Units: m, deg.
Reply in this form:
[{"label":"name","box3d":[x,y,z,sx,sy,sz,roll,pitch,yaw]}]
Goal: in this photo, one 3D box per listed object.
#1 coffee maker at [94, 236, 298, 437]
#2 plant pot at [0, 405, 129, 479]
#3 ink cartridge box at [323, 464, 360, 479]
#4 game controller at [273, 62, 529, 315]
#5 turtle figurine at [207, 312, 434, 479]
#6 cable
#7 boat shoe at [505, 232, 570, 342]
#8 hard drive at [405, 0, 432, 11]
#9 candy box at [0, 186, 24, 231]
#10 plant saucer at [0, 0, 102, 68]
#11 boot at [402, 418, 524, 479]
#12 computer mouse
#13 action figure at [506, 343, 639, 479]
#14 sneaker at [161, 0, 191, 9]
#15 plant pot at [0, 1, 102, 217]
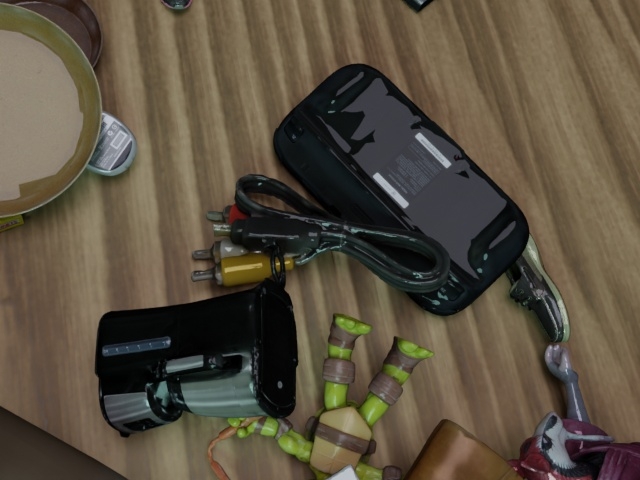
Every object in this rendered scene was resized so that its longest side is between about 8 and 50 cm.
[{"label":"coffee maker","box3d":[-0.120,0.103,0.793,0.178,0.120,0.171,-9,44,18]},{"label":"plant pot","box3d":[-0.309,0.261,0.640,0.280,0.323,0.323,22,64,-20]},{"label":"ink cartridge box","box3d":[-0.017,0.401,0.726,0.261,0.066,0.296,-26,80,-19]},{"label":"game controller","box3d":[0.094,-0.066,0.945,0.166,0.067,0.319,-42,80,-10]},{"label":"turtle figurine","box3d":[0.037,0.199,0.817,0.269,0.087,0.217,22,86,12]},{"label":"cable","box3d":[0.000,0.000,0.900,0.287,0.072,0.139,7,52,-1]},{"label":"boat shoe","box3d":[0.246,0.056,0.943,0.049,0.056,0.152,-14,61,-11]},{"label":"hard drive","box3d":[0.121,-0.393,1.120,0.135,0.022,0.094,44,67,9]},{"label":"candy box","box3d":[-0.421,-0.091,0.892,0.105,0.027,0.206,-22,73,-22]},{"label":"plant saucer","box3d":[-0.351,-0.240,0.966,0.168,0.029,0.168,4,68,-10]},{"label":"boot","box3d":[0.125,0.347,0.713,0.264,0.096,0.280,43,61,10]},{"label":"computer mouse","box3d":[-0.301,-0.140,0.915,0.193,0.042,0.106,36,80,-9]},{"label":"action figure","box3d":[0.353,0.265,0.829,0.370,0.248,0.276,5,94,-10]},{"label":"sneaker","box3d":[-0.191,-0.358,1.030,0.047,0.057,0.119,-5,70,-15]},{"label":"plant pot","box3d":[-0.357,-0.140,0.862,0.236,0.032,0.236,1,86,-9]}]
